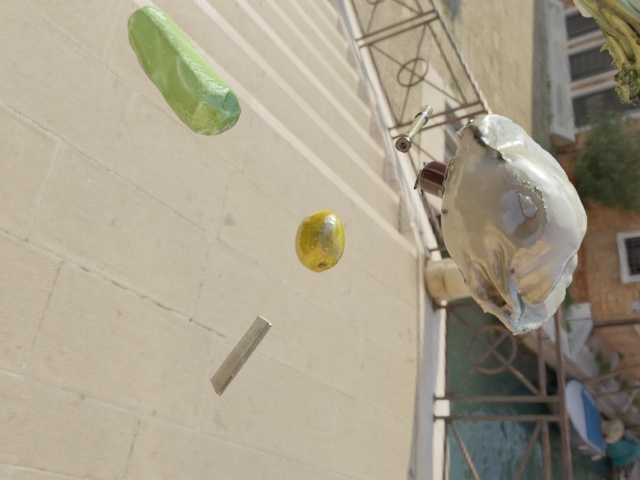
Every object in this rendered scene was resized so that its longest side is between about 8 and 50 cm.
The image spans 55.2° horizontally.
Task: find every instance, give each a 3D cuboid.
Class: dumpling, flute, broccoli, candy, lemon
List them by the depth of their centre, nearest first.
[{"bbox_3d":[0.225,-0.022,0.668,0.172,0.142,0.247,4,77,-33],"label":"dumpling"},{"bbox_3d":[0.541,-0.350,1.000,0.243,0.263,0.247,29,73,-7],"label":"broccoli"},{"bbox_3d":[0.165,-0.197,1.049,0.027,0.027,0.233,66,28,-17],"label":"flute"},{"bbox_3d":[-0.307,-0.383,1.382,0.142,0.132,0.343,-21,64,-38],"label":"candy"},{"bbox_3d":[0.000,0.000,1.996,0.170,0.170,0.207,34,50,-46],"label":"lemon"}]

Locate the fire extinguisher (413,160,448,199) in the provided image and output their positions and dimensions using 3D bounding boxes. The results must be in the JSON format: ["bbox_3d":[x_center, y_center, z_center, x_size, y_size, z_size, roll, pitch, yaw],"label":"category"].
[{"bbox_3d":[0.415,-0.174,1.972,0.114,0.337,0.135,-5,113,-30],"label":"fire extinguisher"}]

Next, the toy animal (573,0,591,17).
[{"bbox_3d":[0.683,-0.637,1.367,0.138,0.282,0.140,50,16,-7],"label":"toy animal"}]

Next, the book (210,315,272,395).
[{"bbox_3d":[-0.188,0.266,1.443,0.016,0.138,0.199,39,81,-13],"label":"book"}]
